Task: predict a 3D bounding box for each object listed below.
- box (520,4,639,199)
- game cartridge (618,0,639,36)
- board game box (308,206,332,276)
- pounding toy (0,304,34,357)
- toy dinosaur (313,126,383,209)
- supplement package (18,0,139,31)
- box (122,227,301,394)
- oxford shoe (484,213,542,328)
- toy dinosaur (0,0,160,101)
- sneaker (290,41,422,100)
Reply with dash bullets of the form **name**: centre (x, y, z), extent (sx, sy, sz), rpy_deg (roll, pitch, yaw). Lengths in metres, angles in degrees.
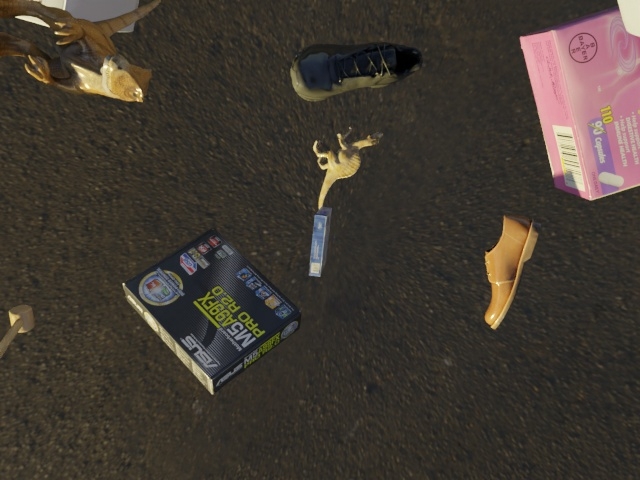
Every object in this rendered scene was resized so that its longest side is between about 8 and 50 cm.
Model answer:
- **box**: centre (0.408, -0.193, 0.911), extent (0.243, 0.117, 0.214), rpy_deg (-17, 103, -1)
- **game cartridge**: centre (0.210, -0.123, 0.270), extent (0.062, 0.297, 0.198), rpy_deg (-29, 122, -2)
- **board game box**: centre (0.000, 0.000, 1.079), extent (0.020, 0.090, 0.090), rpy_deg (7, 101, 5)
- **pounding toy**: centre (-0.518, 0.109, 1.040), extent (0.181, 0.206, 0.094), rpy_deg (12, 110, 39)
- **toy dinosaur**: centre (0.027, -0.135, 1.260), extent (0.183, 0.053, 0.092), rpy_deg (-51, 56, 6)
- **supplement package**: centre (-0.345, -0.399, 0.970), extent (0.145, 0.262, 0.204), rpy_deg (16, 106, 2)
- **box**: centre (-0.202, 0.124, 1.355), extent (0.216, 0.060, 0.270), rpy_deg (-34, 61, -28)
- **oxford shoe**: centre (0.319, 0.053, 1.264), extent (0.076, 0.076, 0.212), rpy_deg (17, 106, 11)
- **toy dinosaur**: centre (-0.153, -0.121, 0.460), extent (0.112, 0.211, 0.064), rpy_deg (11, 116, -25)
- **sneaker**: centre (0.072, -0.335, 1.368), extent (0.286, 0.130, 0.109), rpy_deg (-21, 104, -33)
